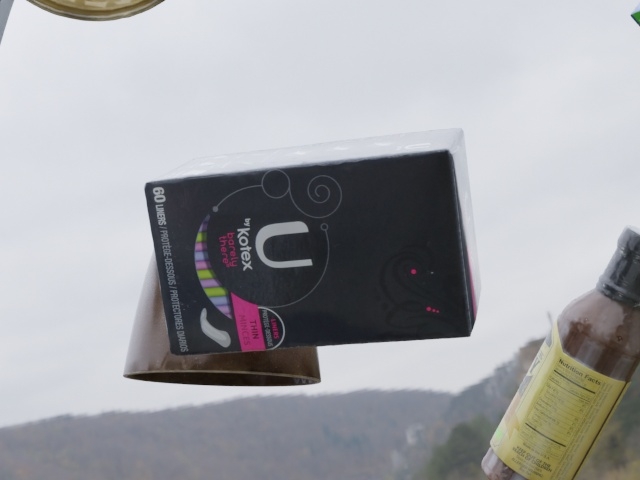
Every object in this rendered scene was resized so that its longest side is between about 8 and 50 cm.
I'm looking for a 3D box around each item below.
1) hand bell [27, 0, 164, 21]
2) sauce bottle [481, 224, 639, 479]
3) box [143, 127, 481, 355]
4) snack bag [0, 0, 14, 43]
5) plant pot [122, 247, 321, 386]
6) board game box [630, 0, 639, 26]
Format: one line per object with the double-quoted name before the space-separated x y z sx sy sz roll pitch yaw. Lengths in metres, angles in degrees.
"hand bell" -0.129 -0.195 0.642 0.126 0.126 0.242 -13 13 -5
"sauce bottle" 0.309 0.148 1.252 0.111 0.111 0.344 8 -68 -57
"box" 0.000 0.000 0.966 0.270 0.165 0.143 -6 12 13
"snack bag" -0.569 -0.273 1.362 0.323 0.342 0.037 14 10 -33
"plant pot" -0.105 0.040 1.189 0.215 0.230 0.215 1 -12 0
"board game box" 0.488 -0.354 1.333 0.201 0.035 0.136 -52 17 -19
